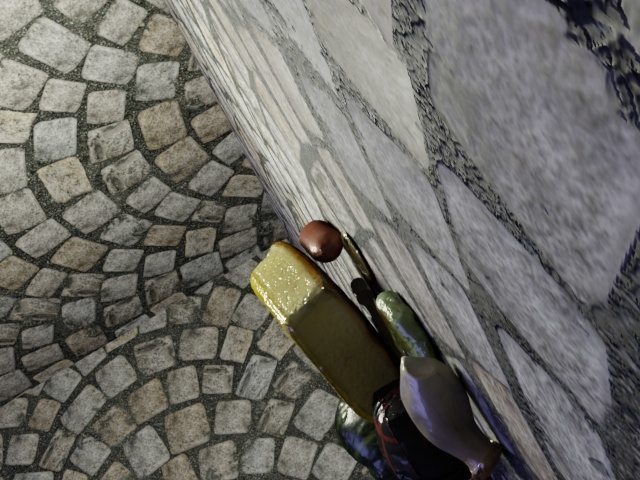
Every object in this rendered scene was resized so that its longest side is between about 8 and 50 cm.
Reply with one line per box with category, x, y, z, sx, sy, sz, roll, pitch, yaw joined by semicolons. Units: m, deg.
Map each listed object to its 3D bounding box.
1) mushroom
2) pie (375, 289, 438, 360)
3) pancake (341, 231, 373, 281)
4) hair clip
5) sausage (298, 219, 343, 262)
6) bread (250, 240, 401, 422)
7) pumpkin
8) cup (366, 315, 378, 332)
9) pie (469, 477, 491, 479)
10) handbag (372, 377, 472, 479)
mushroom;0.187;0.253;1.192;0.212;0.088;0.097;54;143;4
pie;0.147;0.164;1.330;0.187;0.041;0.187;58;175;8
pancake;0.069;0.030;1.535;0.115;0.011;0.115;58;174;9
hair clip;0.128;0.174;1.716;0.226;0.034;0.072;58;180;-1
sausage;0.000;0.000;1.705;0.077;0.077;0.194;60;175;-16
bread;0.015;0.179;1.670;0.323;0.143;0.333;51;175;-24
pumpkin;0.172;0.433;1.826;0.300;0.207;0.300;44;-171;-8
cup;0.078;0.279;1.962;0.142;0.134;0.173;53;-147;-54
pie;0.289;0.448;1.627;0.182;0.049;0.182;58;174;10
handbag;0.176;0.341;1.466;0.215;0.155;0.169;-138;24;-84
